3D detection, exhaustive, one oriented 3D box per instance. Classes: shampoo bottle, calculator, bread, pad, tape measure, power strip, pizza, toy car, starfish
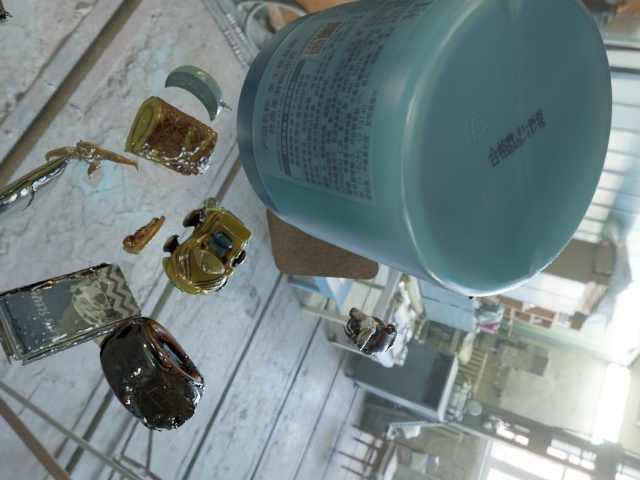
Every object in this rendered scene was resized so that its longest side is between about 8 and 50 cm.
[{"bbox_3d":[0.112,-0.133,0.642,0.331,0.343,0.331,-9,108,-31],"label":"shampoo bottle"},{"bbox_3d":[-0.531,0.146,1.090,0.274,0.165,0.028,-19,160,-41],"label":"calculator"},{"bbox_3d":[-0.318,-0.219,1.122,0.172,0.103,0.132,22,88,-51],"label":"bread"},{"bbox_3d":[0.000,0.000,1.133,0.002,0.266,0.176,-36,122,-55],"label":"pad"},{"bbox_3d":[-0.318,0.251,0.979,0.135,0.223,0.202,-38,-176,-4],"label":"tape measure"},{"bbox_3d":[-0.364,-0.448,1.562,0.137,0.216,0.044,-43,-163,49],"label":"power strip"},{"bbox_3d":[-0.633,-0.004,1.776,0.053,0.193,0.201,49,27,-23],"label":"pizza"},{"bbox_3d":[-0.291,0.032,1.349,0.200,0.142,0.248,40,78,-24],"label":"toy car"},{"bbox_3d":[-0.606,-0.217,1.352,0.138,0.247,0.050,34,62,-52],"label":"starfish"}]

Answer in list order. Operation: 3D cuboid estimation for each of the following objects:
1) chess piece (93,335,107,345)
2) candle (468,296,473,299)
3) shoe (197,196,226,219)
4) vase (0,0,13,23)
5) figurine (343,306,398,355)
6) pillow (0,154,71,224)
[{"bbox_3d":[-0.634,0.341,1.671,0.261,0.143,0.142,56,48,-29],"label":"chess piece"},{"bbox_3d":[0.418,0.110,1.392,0.167,0.026,0.021,90,-5,-52],"label":"candle"},{"bbox_3d":[-0.416,-0.104,1.918,0.169,0.099,0.071,53,30,-69],"label":"shoe"},{"bbox_3d":[-0.786,-0.605,1.210,0.120,0.120,0.183,-33,108,-57],"label":"vase"},{"bbox_3d":[0.172,0.303,1.703,0.222,0.145,0.145,43,65,-54],"label":"figurine"},{"bbox_3d":[-0.623,-0.089,1.063,0.052,0.212,0.208,53,50,-12],"label":"pillow"}]
